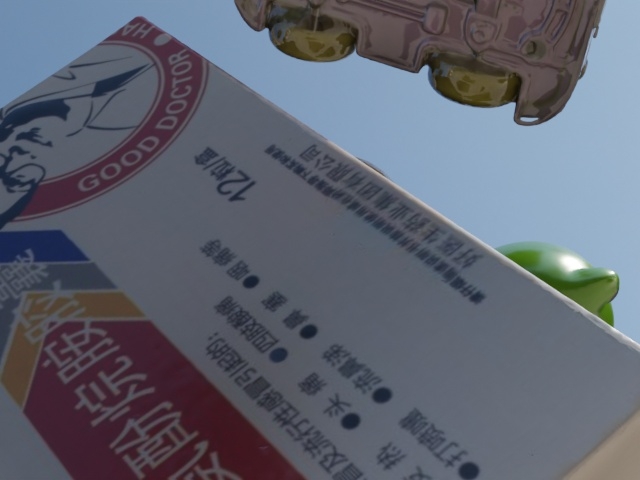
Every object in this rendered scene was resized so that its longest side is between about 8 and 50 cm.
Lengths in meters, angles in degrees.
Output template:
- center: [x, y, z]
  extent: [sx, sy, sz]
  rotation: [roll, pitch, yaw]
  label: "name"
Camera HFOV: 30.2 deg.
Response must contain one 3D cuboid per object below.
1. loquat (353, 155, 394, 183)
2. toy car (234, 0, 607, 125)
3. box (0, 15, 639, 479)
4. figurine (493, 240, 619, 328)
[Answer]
- center: [0.000, 0.000, 0.907]
  extent: [0.141, 0.141, 0.141]
  rotation: [-16, -42, -15]
  label: "loquat"
- center: [0.106, -0.281, 1.098]
  extent: [0.336, 0.226, 0.242]
  rotation: [16, -57, 11]
  label: "toy car"
- center: [-0.064, 0.043, 0.469]
  extent: [0.214, 0.353, 0.069]
  rotation: [-36, -47, -16]
  label: "box"
- center: [0.132, 0.094, 1.016]
  extent: [0.263, 0.143, 0.162]
  rotation: [-27, -10, 4]
  label: "figurine"
